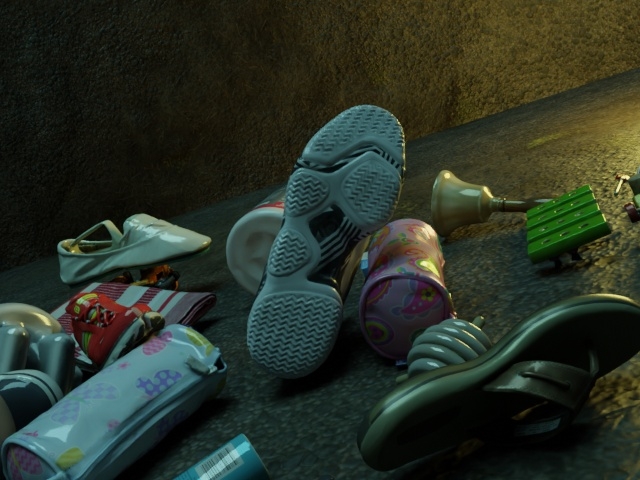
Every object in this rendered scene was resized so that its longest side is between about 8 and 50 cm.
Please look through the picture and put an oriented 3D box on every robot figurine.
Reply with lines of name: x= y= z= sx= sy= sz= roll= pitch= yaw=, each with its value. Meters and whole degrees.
robot figurine: x=-0.526 y=0.203 z=1.034 sx=0.354 sy=0.199 sz=0.300 roll=-9 pitch=-25 yaw=37
robot figurine: x=-0.407 y=0.117 z=1.486 sx=0.211 sy=0.085 sz=0.291 roll=-21 pitch=12 yaw=-7

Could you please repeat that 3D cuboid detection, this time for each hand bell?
hand bell: x=0.331 y=-0.063 z=1.173 sx=0.242 sy=0.126 sz=0.126 roll=3 pitch=23 yaw=32

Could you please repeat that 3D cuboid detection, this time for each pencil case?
pencil case: x=-0.230 y=0.207 z=0.783 sx=0.124 sy=0.113 sz=0.273 roll=7 pitch=25 yaw=31
pencil case: x=0.117 y=0.058 z=0.901 sx=0.124 sy=0.124 sz=0.284 roll=-17 pitch=13 yaw=10

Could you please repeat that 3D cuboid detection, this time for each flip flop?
flip flop: x=0.165 y=0.134 z=0.561 sx=0.277 sy=0.112 sz=0.080 roll=-20 pitch=38 yaw=-14

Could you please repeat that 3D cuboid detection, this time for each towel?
towel: x=-0.385 y=0.148 z=1.221 sx=0.329 sy=0.037 sz=0.237 roll=3 pitch=29 yaw=31

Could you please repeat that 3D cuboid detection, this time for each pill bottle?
pill bottle: x=-0.052 y=-0.016 z=1.312 sx=0.176 sy=0.176 sz=0.318 roll=-15 pitch=13 yaw=18

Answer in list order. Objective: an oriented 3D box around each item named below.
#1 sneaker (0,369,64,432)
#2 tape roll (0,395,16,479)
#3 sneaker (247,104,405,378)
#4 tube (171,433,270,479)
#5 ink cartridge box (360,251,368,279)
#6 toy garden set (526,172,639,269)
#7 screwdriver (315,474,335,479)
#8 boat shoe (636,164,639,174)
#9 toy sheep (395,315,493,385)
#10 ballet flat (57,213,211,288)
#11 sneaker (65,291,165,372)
sneaker: x=-0.476 y=0.277 z=0.826 sx=0.321 sy=0.126 sz=0.127 roll=-29 pitch=7 yaw=6
tape roll: x=-0.456 y=0.241 z=0.726 sx=0.219 sy=0.219 sz=0.072 roll=-20 pitch=13 yaw=-5
sneaker: x=0.000 y=0.000 z=0.910 sx=0.138 sy=0.365 sz=0.210 roll=21 pitch=-5 yaw=-3
tube: x=-0.147 y=0.256 z=0.608 sx=0.207 sy=0.052 sz=0.080 roll=-29 pitch=10 yaw=-18
ink cartridge box: x=0.133 y=0.038 z=1.099 sx=0.123 sy=0.052 sz=0.088 roll=-18 pitch=13 yaw=9
toy garden set: x=0.410 y=-0.035 z=0.976 sx=0.204 sy=0.049 sz=0.244 roll=-26 pitch=8 yaw=22
screwdriver: x=-0.057 y=0.247 z=0.554 sx=0.170 sy=0.025 sz=0.024 roll=-24 pitch=13 yaw=-23
boat shoe: x=0.542 y=-0.111 z=0.999 sx=0.113 sy=0.104 sz=0.306 roll=-14 pitch=14 yaw=21
toy sheep: x=0.130 y=0.123 z=0.671 sx=0.091 sy=0.091 sz=0.132 roll=-6 pitch=37 yaw=47
ballet flat: x=-0.439 y=0.011 z=1.494 sx=0.401 sy=0.139 sz=0.139 roll=-13 pitch=14 yaw=23
sneaker: x=-0.312 y=0.125 z=0.947 sx=0.107 sy=0.118 sz=0.279 roll=-44 pitch=10 yaw=-30
